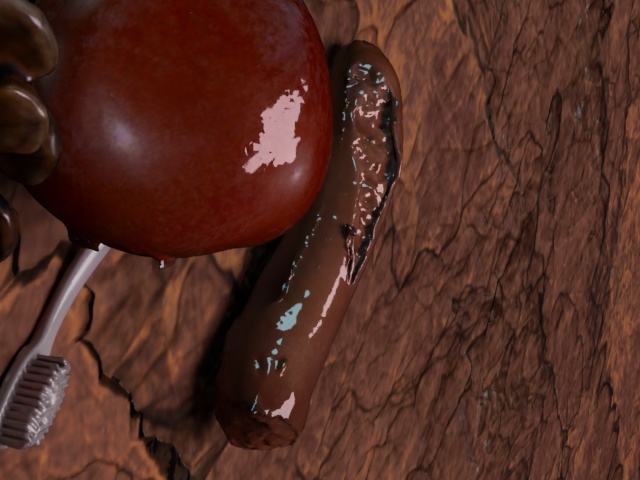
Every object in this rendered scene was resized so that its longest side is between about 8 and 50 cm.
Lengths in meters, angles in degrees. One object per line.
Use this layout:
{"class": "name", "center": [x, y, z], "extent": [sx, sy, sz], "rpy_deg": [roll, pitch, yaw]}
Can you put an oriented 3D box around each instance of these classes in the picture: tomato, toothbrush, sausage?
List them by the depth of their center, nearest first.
{"class": "tomato", "center": [-0.067, -0.073, 0.748], "extent": [0.167, 0.167, 0.167], "rpy_deg": [11, 90, -67]}
{"class": "toothbrush", "center": [-0.105, -0.025, 0.839], "extent": [0.025, 0.029, 0.307], "rpy_deg": [54, 50, -50]}
{"class": "sausage", "center": [0.000, 0.000, 1.037], "extent": [0.078, 0.078, 0.304], "rpy_deg": [60, 46, -57]}

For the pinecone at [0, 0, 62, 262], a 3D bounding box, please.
{"class": "pinecone", "center": [-0.175, -0.044, 0.524], "extent": [0.195, 0.150, 0.179], "rpy_deg": [-55, 153, -38]}
